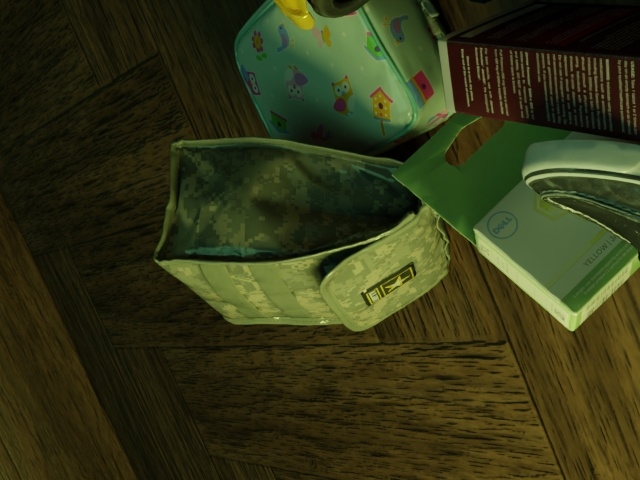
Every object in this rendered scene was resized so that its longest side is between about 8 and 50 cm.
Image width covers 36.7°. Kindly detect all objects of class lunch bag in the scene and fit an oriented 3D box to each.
[{"bbox_3d":[0.000,0.000,1.059,0.287,0.168,0.235,0,161,13],"label":"lunch bag"},{"bbox_3d":[0.024,-0.199,1.068,0.279,0.108,0.224,-24,92,57],"label":"lunch bag"}]

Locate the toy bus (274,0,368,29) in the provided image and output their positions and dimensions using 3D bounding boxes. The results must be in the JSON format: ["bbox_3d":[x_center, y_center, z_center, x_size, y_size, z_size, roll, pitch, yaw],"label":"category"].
[{"bbox_3d":[0.006,-0.323,0.837,0.149,0.220,0.211,59,-170,21],"label":"toy bus"}]

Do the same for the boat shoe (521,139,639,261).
[{"bbox_3d":[0.295,0.003,0.748,0.301,0.102,0.108,19,174,13],"label":"boat shoe"}]

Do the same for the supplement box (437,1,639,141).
[{"bbox_3d":[0.230,-0.145,0.803,0.239,0.130,0.073,19,128,48],"label":"supplement box"}]

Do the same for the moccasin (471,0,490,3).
[{"bbox_3d":[0.194,-0.310,0.724,0.117,0.137,0.342,32,140,7],"label":"moccasin"}]

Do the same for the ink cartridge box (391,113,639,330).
[{"bbox_3d":[0.199,-0.056,0.876,0.235,0.171,0.056,44,172,25],"label":"ink cartridge box"}]
